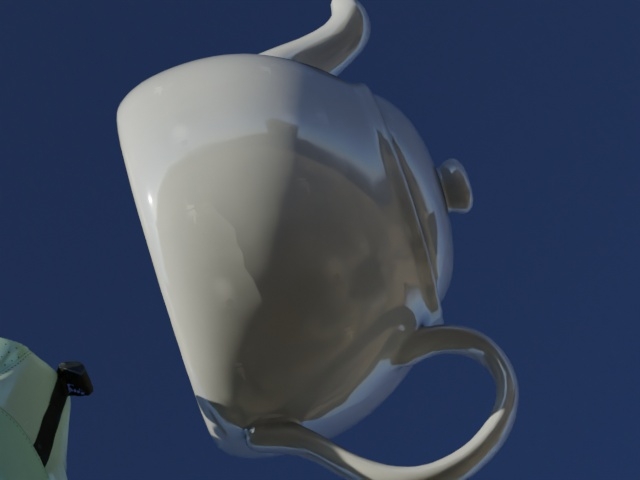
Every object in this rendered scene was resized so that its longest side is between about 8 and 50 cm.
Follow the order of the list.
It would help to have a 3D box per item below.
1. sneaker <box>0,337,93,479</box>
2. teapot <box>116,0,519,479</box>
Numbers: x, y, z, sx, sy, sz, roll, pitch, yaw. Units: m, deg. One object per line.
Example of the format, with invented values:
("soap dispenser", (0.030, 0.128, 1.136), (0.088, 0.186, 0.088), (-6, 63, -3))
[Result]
("sneaker", (-0.156, 0.168, 0.958), (0.094, 0.151, 0.256), (0, -46, 6))
("teapot", (0.000, 0.000, 1.022), (0.187, 0.252, 0.256), (-16, -79, -2))
